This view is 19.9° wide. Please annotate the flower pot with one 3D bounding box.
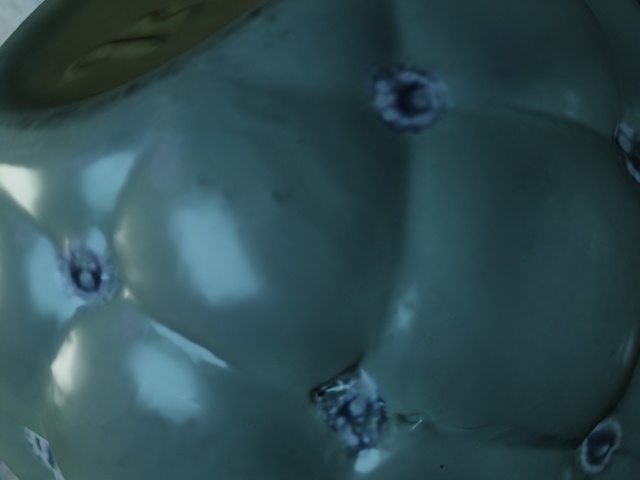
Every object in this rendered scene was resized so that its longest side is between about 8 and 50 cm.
[{"bbox_3d":[0.000,0.000,0.573,0.246,0.246,0.195,-10,122,39],"label":"flower pot"}]
